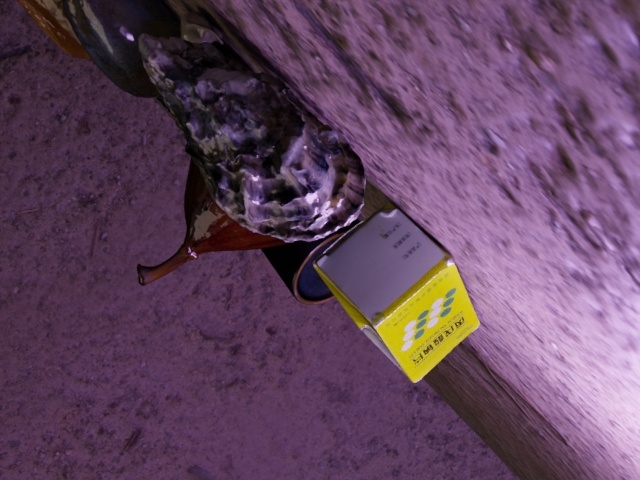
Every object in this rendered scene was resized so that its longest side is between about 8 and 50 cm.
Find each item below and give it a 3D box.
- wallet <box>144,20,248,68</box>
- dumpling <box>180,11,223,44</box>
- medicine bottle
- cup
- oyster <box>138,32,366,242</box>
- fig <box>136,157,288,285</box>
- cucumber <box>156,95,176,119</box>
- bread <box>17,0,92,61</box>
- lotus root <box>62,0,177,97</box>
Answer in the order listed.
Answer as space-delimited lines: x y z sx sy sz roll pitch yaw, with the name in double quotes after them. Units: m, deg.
-0.170 -0.260 1.620 0.110 0.039 0.155 -1 -147 -44 "wallet"
-0.159 -0.283 1.561 0.076 0.057 0.052 109 158 -60 "dumpling"
0.111 0.074 1.583 0.141 0.137 0.250 44 174 29 "medicine bottle"
-0.014 0.009 2.020 0.177 0.166 0.239 47 176 33 "cup"
-0.096 -0.133 1.459 0.351 0.162 0.158 44 155 1 "oyster"
-0.136 -0.041 1.673 0.217 0.321 0.217 45 180 0 "fig"
-0.244 -0.258 2.225 0.096 0.096 0.359 45 178 15 "cucumber"
-0.434 -0.449 1.904 0.195 0.149 0.344 24 159 48 "bread"
-0.321 -0.350 1.795 0.158 0.140 0.322 42 171 47 "lotus root"
